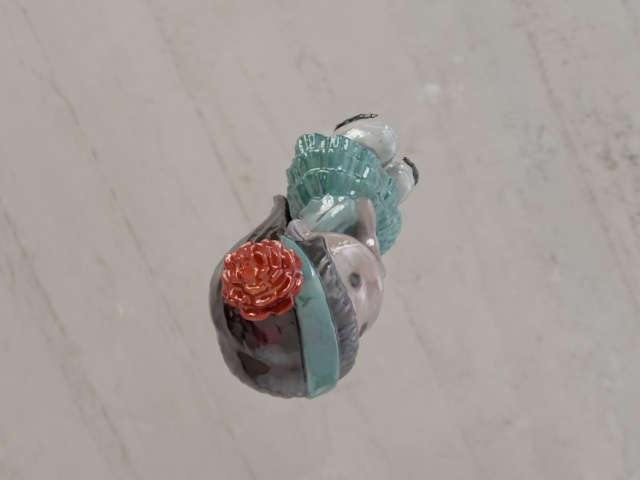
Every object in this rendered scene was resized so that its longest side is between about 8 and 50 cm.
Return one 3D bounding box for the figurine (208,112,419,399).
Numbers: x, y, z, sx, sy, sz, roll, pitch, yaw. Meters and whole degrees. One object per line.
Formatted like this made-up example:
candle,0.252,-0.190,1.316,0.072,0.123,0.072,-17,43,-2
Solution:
figurine,0.000,0.000,0.450,0.047,0.106,0.060,9,130,17
